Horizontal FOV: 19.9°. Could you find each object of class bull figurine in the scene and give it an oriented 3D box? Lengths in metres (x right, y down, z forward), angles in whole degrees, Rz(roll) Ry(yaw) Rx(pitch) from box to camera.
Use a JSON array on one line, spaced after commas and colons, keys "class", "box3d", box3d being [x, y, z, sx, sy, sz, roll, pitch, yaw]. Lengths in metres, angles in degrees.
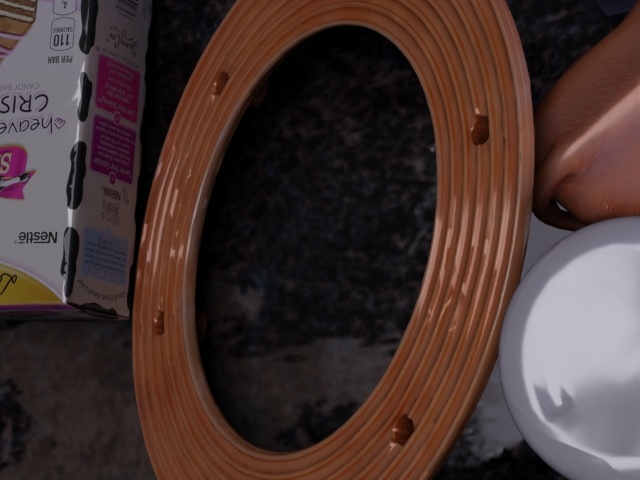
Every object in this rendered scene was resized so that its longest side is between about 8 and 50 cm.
[{"class": "bull figurine", "box3d": [0.226, -0.108, 0.847, 0.310, 0.188, 0.101, -36, 71, 12]}]

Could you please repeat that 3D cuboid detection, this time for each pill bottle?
[{"class": "pill bottle", "box3d": [0.162, 0.061, 0.826, 0.117, 0.215, 0.117, -4, 79, 20]}]

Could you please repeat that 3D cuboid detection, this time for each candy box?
[{"class": "candy box", "box3d": [-0.186, -0.071, 1.058, 0.159, 0.071, 0.233, -2, 80, 26]}]

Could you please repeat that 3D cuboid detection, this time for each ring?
[{"class": "ring", "box3d": [0.000, 0.000, 0.919, 0.336, 0.032, 0.337, -23, 61, 51]}]

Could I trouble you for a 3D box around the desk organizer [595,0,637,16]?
[{"class": "desk organizer", "box3d": [0.149, -0.160, 0.918, 0.047, 0.130, 0.050, -10, 75, 20]}]
